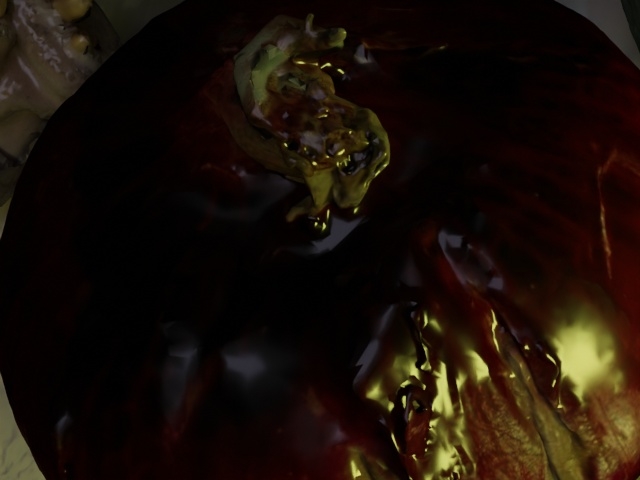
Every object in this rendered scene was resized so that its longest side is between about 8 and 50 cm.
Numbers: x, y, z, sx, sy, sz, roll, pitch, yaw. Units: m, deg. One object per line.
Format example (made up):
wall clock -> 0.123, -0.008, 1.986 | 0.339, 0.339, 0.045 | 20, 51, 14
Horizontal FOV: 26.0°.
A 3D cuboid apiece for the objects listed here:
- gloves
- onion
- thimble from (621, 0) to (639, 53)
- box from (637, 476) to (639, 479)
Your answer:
gloves -> -0.167, -0.087, 0.749 | 0.144, 0.110, 0.094 | -32, 22, 6
onion -> 0.000, 0.000, 0.579 | 0.314, 0.232, 0.314 | -12, 50, 15
thimble -> 0.229, -0.159, 0.573 | 0.204, 0.172, 0.250 | 16, 78, 13
box -> 0.132, 0.132, 0.603 | 0.054, 0.024, 0.083 | -21, 66, 11
